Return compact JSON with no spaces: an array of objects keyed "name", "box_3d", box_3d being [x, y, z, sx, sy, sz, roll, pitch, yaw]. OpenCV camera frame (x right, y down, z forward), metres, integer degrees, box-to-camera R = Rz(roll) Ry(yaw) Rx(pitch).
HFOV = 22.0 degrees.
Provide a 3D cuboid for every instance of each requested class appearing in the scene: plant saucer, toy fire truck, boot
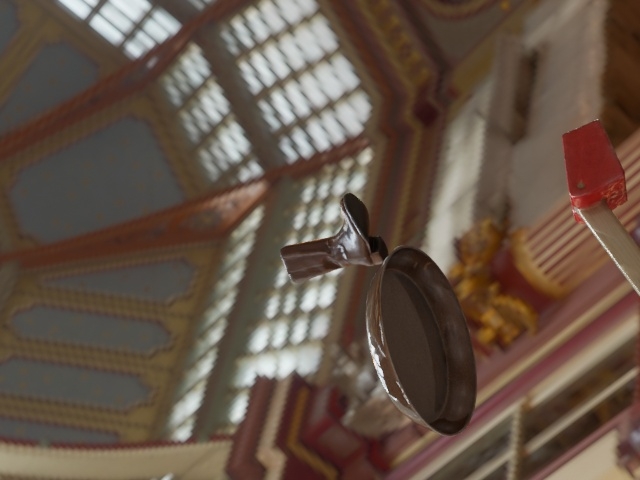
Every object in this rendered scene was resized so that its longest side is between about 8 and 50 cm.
[{"name":"plant saucer","box_3d":[0.084,0.088,1.415,0.168,0.029,0.168,37,-137,-46]},{"name":"toy fire truck","box_3d":[0.227,0.008,0.943,0.047,0.135,0.192,61,-169,-66]},{"name":"boot","box_3d":[0.000,0.000,1.699,0.037,0.114,0.106,-78,-31,-42]}]
